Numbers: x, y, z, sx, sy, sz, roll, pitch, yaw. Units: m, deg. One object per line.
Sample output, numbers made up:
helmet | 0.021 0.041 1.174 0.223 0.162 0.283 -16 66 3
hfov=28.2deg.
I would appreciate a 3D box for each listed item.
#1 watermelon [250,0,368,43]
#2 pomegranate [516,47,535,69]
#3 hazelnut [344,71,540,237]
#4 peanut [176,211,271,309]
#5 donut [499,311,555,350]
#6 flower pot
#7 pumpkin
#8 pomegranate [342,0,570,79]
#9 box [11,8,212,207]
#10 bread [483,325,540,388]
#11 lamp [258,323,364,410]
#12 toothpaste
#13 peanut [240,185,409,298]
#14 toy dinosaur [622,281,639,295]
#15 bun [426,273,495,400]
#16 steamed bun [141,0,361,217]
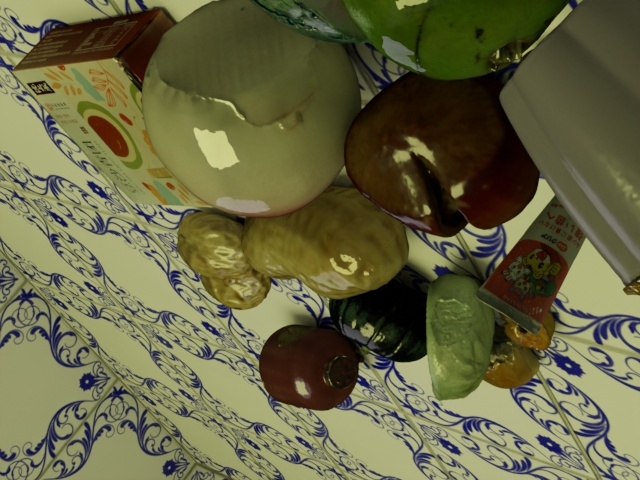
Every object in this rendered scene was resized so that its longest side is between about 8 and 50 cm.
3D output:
watermelon | -0.050 -0.321 1.395 0.322 0.188 0.175 48 151 -12
pomegranate | 0.263 -0.186 1.474 0.073 0.073 0.084 18 166 39
hazelnut | 0.155 -0.114 1.607 0.251 0.217 0.217 2 142 29
peanut | -0.185 0.042 2.507 0.197 0.110 0.233 12 148 36
donut | 0.328 0.126 2.010 0.097 0.043 0.108 23 153 31
flower pot | 0.324 -0.126 1.283 0.243 0.265 0.265 46 158 4
pumpkin | 0.107 0.132 2.182 0.202 0.140 0.202 30 -178 -1
pomegranate | 0.130 -0.294 1.248 0.254 0.254 0.270 -21 91 64
box | -0.292 -0.211 2.158 0.385 0.122 0.344 5 142 52
bread | 0.298 0.200 2.146 0.125 0.082 0.106 1 132 51
lamp | -0.023 0.259 2.631 0.180 0.180 0.258 48 157 -26
toothpaste | 0.286 0.007 1.587 0.089 0.234 0.057 32 158 10
peanut | 0.000 0.000 2.089 0.387 0.169 0.192 11 146 53
toy dinosaur | 0.479 0.064 1.681 0.126 0.039 0.162 35 149 11
bun | 0.224 0.153 2.028 0.108 0.221 0.221 -1 149 6
steamed bun | -0.084 -0.155 1.727 0.309 0.309 0.309 31 157 15
